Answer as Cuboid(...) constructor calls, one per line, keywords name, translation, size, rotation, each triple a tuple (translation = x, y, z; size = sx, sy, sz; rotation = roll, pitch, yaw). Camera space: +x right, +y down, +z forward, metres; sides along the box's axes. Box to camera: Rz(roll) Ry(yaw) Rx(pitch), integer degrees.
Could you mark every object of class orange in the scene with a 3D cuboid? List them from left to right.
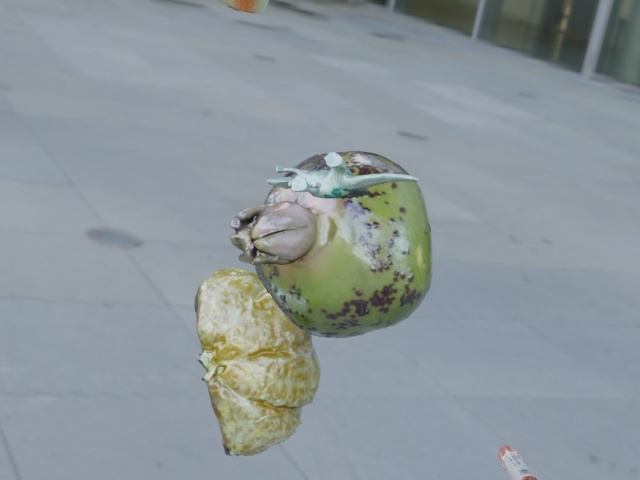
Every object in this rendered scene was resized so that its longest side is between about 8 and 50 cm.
Cuboid(name="orange", translation=(-0.111, 0.226, 2.385), size=(0.210, 0.369, 0.271), rotation=(-15, -8, 12))

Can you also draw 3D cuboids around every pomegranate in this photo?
Cuboid(name="pomegranate", translation=(0.000, 0.000, 1.739), size=(0.285, 0.285, 0.340), rotation=(24, 8, 39))

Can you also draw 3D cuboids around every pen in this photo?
Cuboid(name="pen", translation=(0.240, 0.278, 1.472), size=(0.028, 0.028, 0.239), rotation=(13, 0, 2))

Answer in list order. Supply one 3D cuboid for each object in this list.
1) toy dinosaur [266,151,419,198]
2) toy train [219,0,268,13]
Cuboid(name="toy dinosaur", translation=(0.023, -0.063, 1.372), size=(0.187, 0.044, 0.106), rotation=(0, -14, 10))
Cuboid(name="toy train", translation=(-0.058, -0.409, 1.498), size=(0.116, 0.286, 0.177), rotation=(25, 21, -5))
